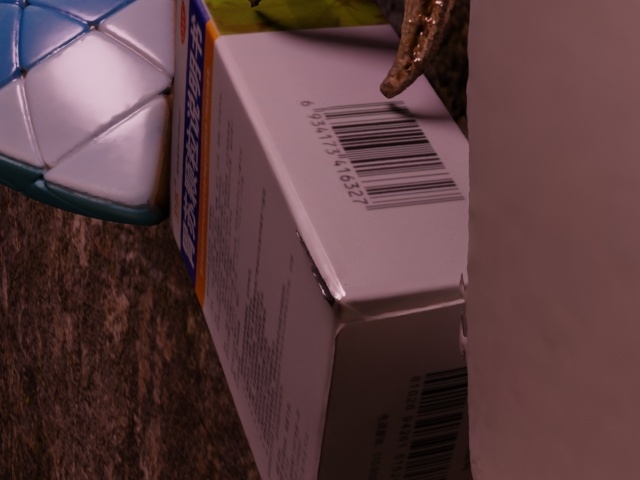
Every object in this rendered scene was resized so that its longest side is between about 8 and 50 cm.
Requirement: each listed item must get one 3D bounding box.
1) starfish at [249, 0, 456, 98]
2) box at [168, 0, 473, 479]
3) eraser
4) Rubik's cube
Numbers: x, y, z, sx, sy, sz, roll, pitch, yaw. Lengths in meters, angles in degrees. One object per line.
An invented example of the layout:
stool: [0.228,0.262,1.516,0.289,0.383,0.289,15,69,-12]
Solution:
starfish: [0.043,-0.186,0.592,0.238,0.057,0.213,-28,72,41]
box: [0.000,0.000,0.677,0.299,0.106,0.200,-114,24,-45]
eraser: [0.184,0.016,0.375,0.331,0.149,0.331,41,139,49]
Rubik's cube: [-0.191,-0.081,0.872,0.254,0.254,0.255,39,138,46]
